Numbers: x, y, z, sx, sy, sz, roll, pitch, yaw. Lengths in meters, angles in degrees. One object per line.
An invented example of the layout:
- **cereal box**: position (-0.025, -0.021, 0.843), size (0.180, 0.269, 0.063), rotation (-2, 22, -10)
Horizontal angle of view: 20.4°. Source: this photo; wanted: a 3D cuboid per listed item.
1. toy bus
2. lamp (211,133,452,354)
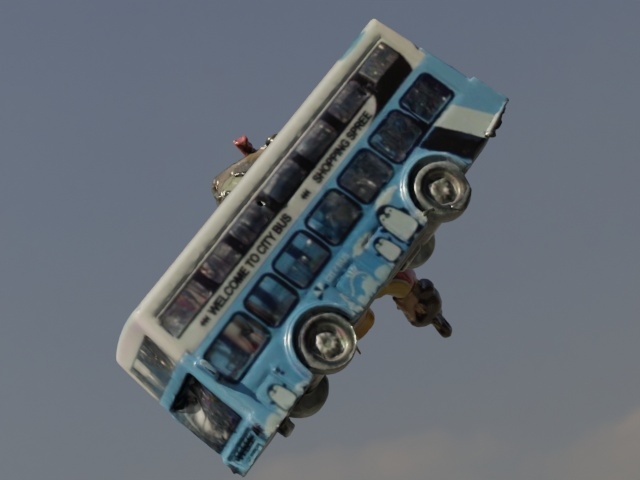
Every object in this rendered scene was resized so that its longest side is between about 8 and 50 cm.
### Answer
- **toy bus**: position (0.000, 0.000, 1.155), size (0.297, 0.131, 0.106), rotation (-52, -4, -28)
- **lamp**: position (0.011, 0.018, 1.507), size (0.118, 0.118, 0.253), rotation (-22, -46, 21)
